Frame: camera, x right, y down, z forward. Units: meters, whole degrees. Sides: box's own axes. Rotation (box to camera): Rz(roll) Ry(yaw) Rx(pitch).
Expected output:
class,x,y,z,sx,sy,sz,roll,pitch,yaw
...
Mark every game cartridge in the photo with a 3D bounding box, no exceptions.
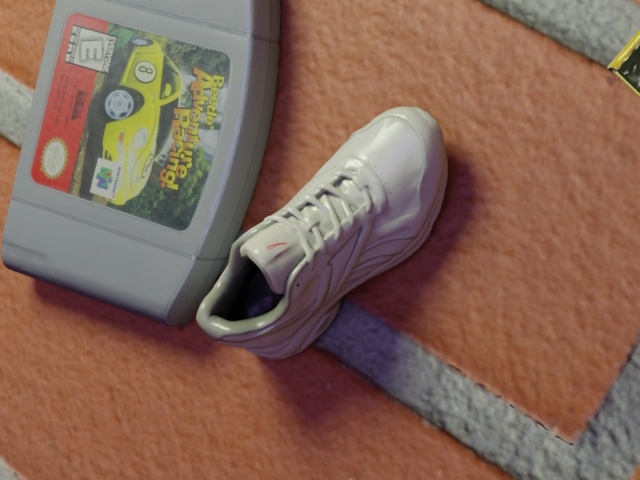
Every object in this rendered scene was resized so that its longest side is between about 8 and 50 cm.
class,x,y,z,sx,sy,sz,roll,pitch,yaw
game cartridge,-0.135,-0.092,1.185,0.196,0.060,0.294,16,97,22

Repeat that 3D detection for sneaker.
class,x,y,z,sx,sy,sz,roll,pitch,yaw
sneaker,0.000,0.000,1.080,0.090,0.115,0.232,44,108,20

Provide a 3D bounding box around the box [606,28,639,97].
class,x,y,z,sx,sy,sz,roll,pitch,yaw
box,0.352,-0.100,0.862,0.257,0.079,0.322,-49,45,15
